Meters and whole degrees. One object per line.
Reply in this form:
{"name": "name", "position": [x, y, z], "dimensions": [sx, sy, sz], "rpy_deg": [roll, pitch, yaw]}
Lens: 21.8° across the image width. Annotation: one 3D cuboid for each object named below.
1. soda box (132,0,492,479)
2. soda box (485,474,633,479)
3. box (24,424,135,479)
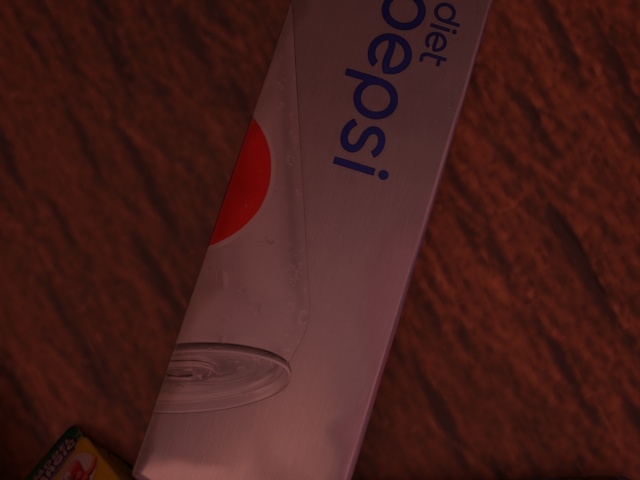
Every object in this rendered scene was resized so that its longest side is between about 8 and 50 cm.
{"name": "soda box", "position": [0.000, 0.000, 0.808], "dimensions": [0.098, 0.091, 0.286], "rpy_deg": [17, 75, 4]}
{"name": "soda box", "position": [0.072, 0.155, 0.844], "dimensions": [0.183, 0.058, 0.063], "rpy_deg": [-3, 87, 2]}
{"name": "box", "position": [-0.110, 0.175, 0.817], "dimensions": [0.105, 0.043, 0.179], "rpy_deg": [-49, 44, -1]}
